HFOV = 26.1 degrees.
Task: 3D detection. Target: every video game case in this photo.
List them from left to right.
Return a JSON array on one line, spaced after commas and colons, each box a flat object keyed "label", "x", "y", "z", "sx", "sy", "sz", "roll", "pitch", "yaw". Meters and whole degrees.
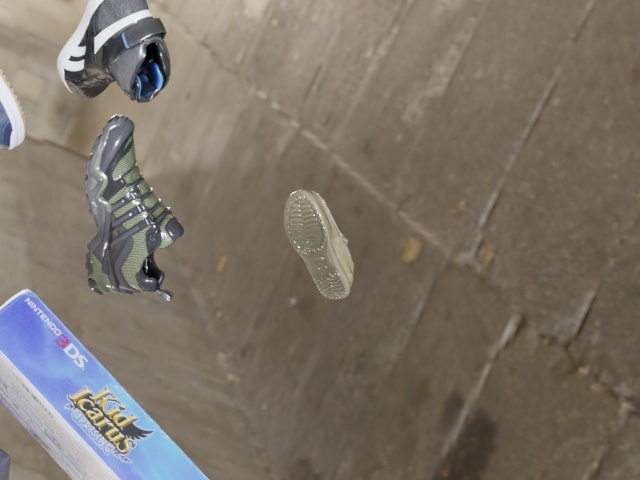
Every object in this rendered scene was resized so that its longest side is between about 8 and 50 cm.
[{"label": "video game case", "x": -0.189, "y": 0.181, "z": 1.216, "sx": 0.061, "sy": 0.269, "sz": 0.244, "roll": -42, "pitch": -3, "yaw": -21}]

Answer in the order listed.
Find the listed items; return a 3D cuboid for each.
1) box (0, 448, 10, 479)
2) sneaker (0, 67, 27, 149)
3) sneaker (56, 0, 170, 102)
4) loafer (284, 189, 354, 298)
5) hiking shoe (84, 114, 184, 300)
[{"label": "box", "x": -0.610, "y": 0.325, "z": 1.927, "sx": 0.179, "sy": 0.312, "sz": 0.343, "roll": -44, "pitch": -12, "yaw": -32}, {"label": "sneaker", "x": -0.450, "y": -0.175, "z": 1.608, "sx": 0.153, "sy": 0.099, "sz": 0.282, "roll": -42, "pitch": -30, "yaw": -20}, {"label": "sneaker", "x": -0.236, "y": -0.193, "z": 1.589, "sx": 0.121, "sy": 0.079, "sz": 0.217, "roll": 59, "pitch": 150, "yaw": 14}, {"label": "loafer", "x": 0.000, "y": 0.000, "z": 1.648, "sx": 0.056, "sy": 0.148, "sz": 0.050, "roll": -7, "pitch": 28, "yaw": 25}, {"label": "hiking shoe", "x": -0.214, "y": -0.039, "z": 1.633, "sx": 0.086, "sy": 0.114, "sz": 0.227, "roll": -71, "pitch": -14, "yaw": -65}]
